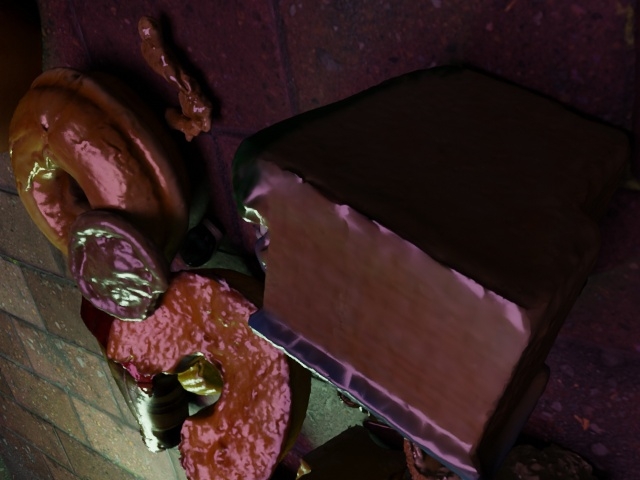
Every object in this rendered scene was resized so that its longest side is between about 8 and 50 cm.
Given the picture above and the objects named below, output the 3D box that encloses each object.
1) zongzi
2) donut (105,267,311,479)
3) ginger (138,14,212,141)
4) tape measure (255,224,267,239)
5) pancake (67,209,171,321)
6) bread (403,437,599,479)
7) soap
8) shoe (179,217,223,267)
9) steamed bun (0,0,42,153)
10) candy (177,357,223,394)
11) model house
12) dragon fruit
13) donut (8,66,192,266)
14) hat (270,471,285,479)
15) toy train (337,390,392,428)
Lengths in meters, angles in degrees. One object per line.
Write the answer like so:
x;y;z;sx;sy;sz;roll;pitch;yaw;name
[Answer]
-0.450;0.357;1.813;0.288;0.134;0.285;22;126;29;zongzi
-0.175;0.244;1.387;0.378;0.163;0.435;-34;83;30;donut
-0.238;-0.263;1.229;0.176;0.052;0.193;35;145;22;ginger
0.000;0.000;1.133;0.236;0.120;0.197;29;141;20;tape measure
-0.365;0.051;1.302;0.236;0.042;0.222;-27;109;40;pancake
0.246;0.372;1.131;0.314;0.171;0.192;31;132;25;bread
0.009;0.553;1.334;0.169;0.304;0.338;26;118;32;soap
-0.238;0.015;1.414;0.064;0.071;0.143;49;143;5;shoe
-0.726;-0.347;1.484;0.235;0.248;0.379;41;140;15;steamed bun
-0.260;0.294;1.622;0.106;0.094;0.199;24;153;-24;candy
0.129;0.038;0.833;0.335;0.382;0.342;30;134;26;model house
-0.454;0.150;1.647;0.344;0.100;0.282;37;113;38;dragon fruit
-0.417;-0.112;1.400;0.449;0.198;0.448;24;134;28;donut
-0.190;0.632;1.794;0.366;0.257;0.382;41;178;-9;hat
0.093;0.205;1.225;0.137;0.090;0.225;8;123;32;toy train
